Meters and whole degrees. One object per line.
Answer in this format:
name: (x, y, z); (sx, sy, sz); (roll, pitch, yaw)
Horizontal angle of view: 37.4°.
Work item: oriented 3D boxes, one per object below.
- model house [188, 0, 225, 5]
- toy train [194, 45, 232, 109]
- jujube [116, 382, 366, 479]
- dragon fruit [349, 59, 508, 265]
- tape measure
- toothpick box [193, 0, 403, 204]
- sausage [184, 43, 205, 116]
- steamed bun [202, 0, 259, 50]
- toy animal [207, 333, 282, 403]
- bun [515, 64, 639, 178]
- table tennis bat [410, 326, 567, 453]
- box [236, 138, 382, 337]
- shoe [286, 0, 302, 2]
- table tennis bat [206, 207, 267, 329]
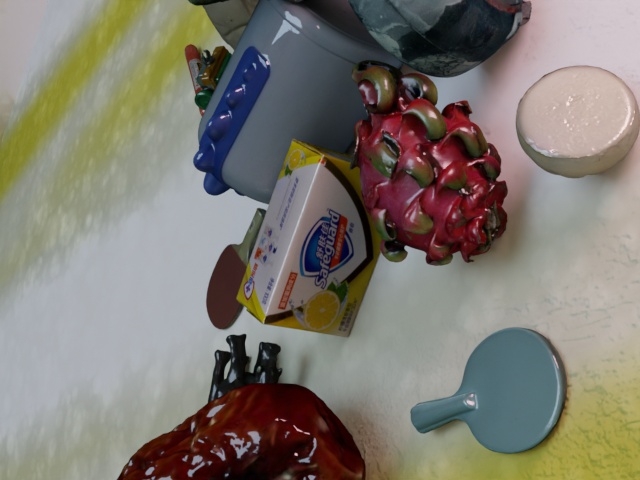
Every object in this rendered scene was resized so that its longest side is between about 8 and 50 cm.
model house: (-0.159, -0.566, 1.346); (0.382, 0.334, 0.342); (61, 163, 0)
toy train: (-0.136, -0.252, 1.679); (0.136, 0.228, 0.091); (-6, 47, 28)
jujube: (-0.127, 0.363, 1.310); (0.376, 0.276, 0.277); (-34, 47, 14)
dragon fruit: (0.134, -0.103, 1.196); (0.198, 0.218, 0.273); (-4, 97, 26)
tape measure: (0.146, -0.351, 1.220); (0.147, 0.256, 0.275); (-37, 45, 39)
toothpick box: (-0.058, -0.209, 1.472); (0.355, 0.262, 0.263); (-58, 38, 28)
sausage: (-0.260, -0.342, 2.018); (0.034, 0.034, 0.253); (-51, 42, 33)
steamed bun: (-0.096, -0.509, 1.653); (0.247, 0.236, 0.384); (43, 114, 54)
toy animal: (-0.116, 0.236, 1.552); (0.245, 0.114, 0.146); (121, 155, -62)
bun: (0.295, -0.124, 1.077); (0.138, 0.094, 0.138); (-12, 55, 17)
table tennis bat: (0.200, 0.193, 1.151); (0.237, 0.038, 0.149); (-30, 56, 43)
box: (0.000, 0.000, 1.398); (0.097, 0.168, 0.265); (32, 104, 52)
shoe: (0.028, -0.391, 1.310); (0.093, 0.241, 0.108); (46, 148, 12)
table tennis bat: (-0.152, 0.051, 1.739); (0.247, 0.022, 0.138); (-63, 36, 23)
